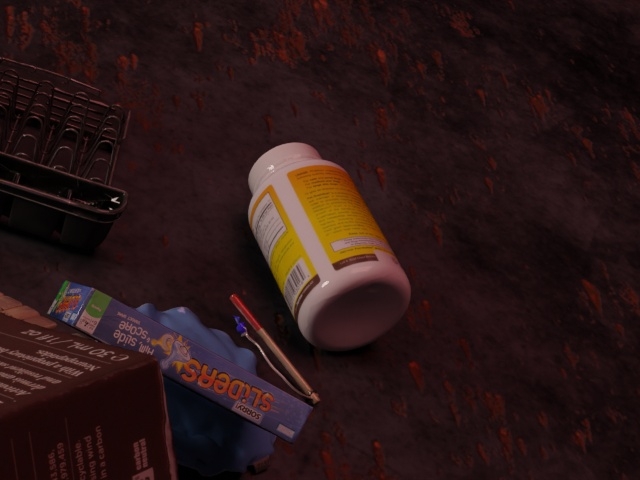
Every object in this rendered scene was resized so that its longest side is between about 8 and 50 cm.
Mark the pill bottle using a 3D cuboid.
[{"bbox_3d":[0.000,0.000,1.428,0.117,0.117,0.215,2,42,-31],"label":"pill bottle"}]

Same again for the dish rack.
[{"bbox_3d":[-0.288,-0.108,1.419,0.208,0.074,0.271,19,35,-13],"label":"dish rack"}]

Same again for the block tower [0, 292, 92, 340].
[{"bbox_3d":[-0.318,0.064,1.092,0.335,0.097,0.091,24,11,16],"label":"block tower"}]

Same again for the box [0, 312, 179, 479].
[{"bbox_3d":[-0.285,0.160,0.780,0.191,0.143,0.381,10,22,43],"label":"box"}]

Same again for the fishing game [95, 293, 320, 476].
[{"bbox_3d":[-0.118,0.135,1.250,0.189,0.041,0.264,49,34,16],"label":"fishing game"}]

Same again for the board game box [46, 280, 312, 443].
[{"bbox_3d":[-0.117,0.096,1.146,0.201,0.035,0.136,30,-9,-16],"label":"board game box"}]
